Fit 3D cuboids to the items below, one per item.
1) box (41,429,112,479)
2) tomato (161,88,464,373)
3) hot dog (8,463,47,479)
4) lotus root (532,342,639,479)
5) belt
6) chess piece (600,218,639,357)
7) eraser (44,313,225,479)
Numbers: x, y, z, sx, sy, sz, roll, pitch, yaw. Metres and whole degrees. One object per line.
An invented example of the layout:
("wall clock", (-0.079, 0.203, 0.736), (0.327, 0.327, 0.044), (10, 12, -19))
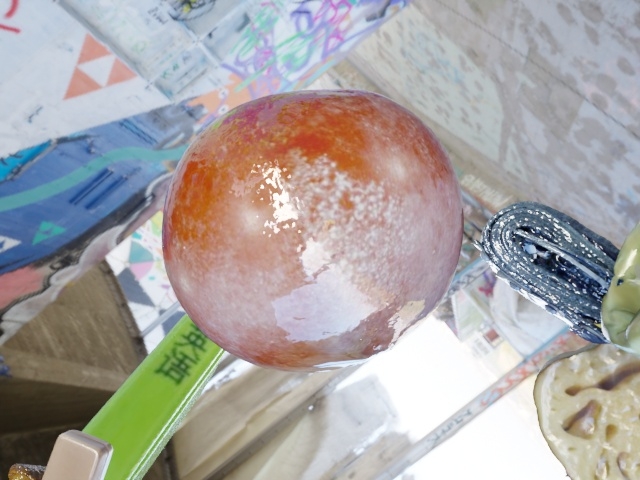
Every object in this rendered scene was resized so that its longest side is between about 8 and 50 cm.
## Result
("box", (-0.221, 0.227, 0.457), (0.048, 0.115, 0.025), (16, 174, 13))
("tomato", (0.000, 0.000, 0.474), (0.227, 0.270, 0.270), (63, -173, 18))
("hot dog", (-0.418, 0.351, 0.778), (0.083, 0.058, 0.035), (40, -126, -50))
("lotus root", (0.499, 0.268, 0.813), (0.316, 0.316, 0.250), (52, -162, 17))
("belt", (0.319, 0.031, 0.707), (0.218, 0.122, 0.128), (36, 180, 18))
("chess piece", (0.502, 0.102, 0.460), (0.442, 0.234, 0.234), (26, 180, 8))
("eraser", (-0.245, 0.247, 0.718), (0.092, 0.210, 0.274), (34, -138, 2))
